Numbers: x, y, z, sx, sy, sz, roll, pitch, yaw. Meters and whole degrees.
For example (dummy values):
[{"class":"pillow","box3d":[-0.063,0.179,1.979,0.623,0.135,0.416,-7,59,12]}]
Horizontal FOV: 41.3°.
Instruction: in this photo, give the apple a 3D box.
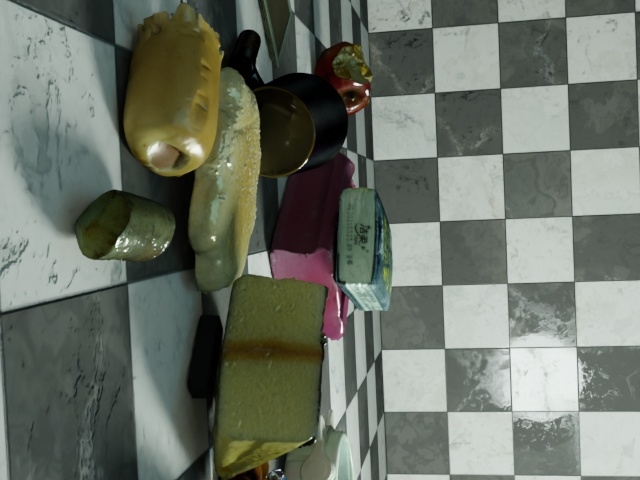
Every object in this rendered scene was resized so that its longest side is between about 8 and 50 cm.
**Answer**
[{"class":"apple","box3d":[0.054,-0.399,2.086,0.156,0.147,0.158,29,42,-41]}]

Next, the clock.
[{"class":"clock","box3d":[0.000,0.498,1.668,0.265,0.108,0.324,35,52,-76]}]

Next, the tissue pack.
[{"class":"tissue pack","box3d":[0.091,0.024,1.643,0.257,0.081,0.185,54,36,-71]}]

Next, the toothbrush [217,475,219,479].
[{"class":"toothbrush","box3d":[-0.129,0.454,1.157,0.024,0.029,0.354,106,-16,-76]}]

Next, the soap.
[{"class":"soap","box3d":[0.000,0.000,1.715,0.359,0.128,0.233,-79,165,-52]}]

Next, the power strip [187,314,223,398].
[{"class":"power strip","box3d":[-0.149,0.150,1.109,0.038,0.029,0.111,82,10,-52]}]

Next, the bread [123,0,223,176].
[{"class":"bread","box3d":[-0.159,-0.162,0.955,0.134,0.085,0.173,66,24,-65]}]

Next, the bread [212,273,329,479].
[{"class":"bread","box3d":[-0.070,0.190,1.139,0.178,0.135,0.240,103,-8,-53]}]

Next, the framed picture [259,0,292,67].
[{"class":"framed picture","box3d":[-0.095,-0.495,1.599,0.217,0.017,0.274,-81,165,-49]}]

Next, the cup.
[{"class":"cup","box3d":[-0.083,-0.205,1.365,0.166,0.239,0.177,-51,177,20]}]

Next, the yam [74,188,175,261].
[{"class":"yam","box3d":[-0.190,-0.014,0.816,0.146,0.069,0.070,17,71,-79]}]

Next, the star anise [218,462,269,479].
[{"class":"star anise","box3d":[-0.099,0.376,1.167,0.144,0.140,0.158,-61,178,30]}]

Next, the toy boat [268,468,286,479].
[{"class":"toy boat","box3d":[-0.076,0.427,1.465,0.038,0.038,0.083,-72,158,-63]}]

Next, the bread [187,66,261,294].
[{"class":"bread","box3d":[-0.123,-0.075,1.151,0.316,0.054,0.316,5,90,-85]}]
